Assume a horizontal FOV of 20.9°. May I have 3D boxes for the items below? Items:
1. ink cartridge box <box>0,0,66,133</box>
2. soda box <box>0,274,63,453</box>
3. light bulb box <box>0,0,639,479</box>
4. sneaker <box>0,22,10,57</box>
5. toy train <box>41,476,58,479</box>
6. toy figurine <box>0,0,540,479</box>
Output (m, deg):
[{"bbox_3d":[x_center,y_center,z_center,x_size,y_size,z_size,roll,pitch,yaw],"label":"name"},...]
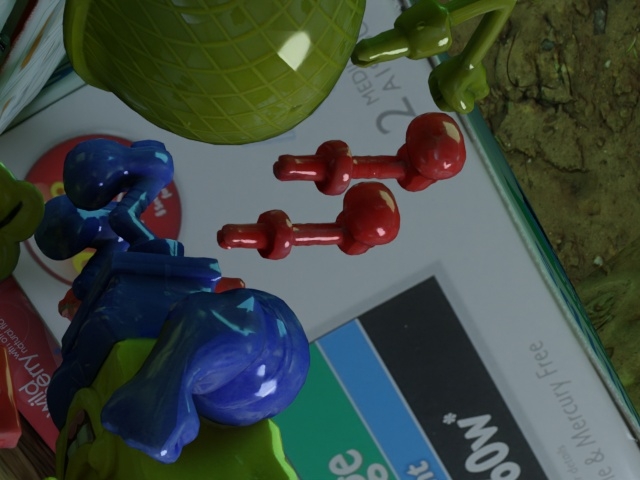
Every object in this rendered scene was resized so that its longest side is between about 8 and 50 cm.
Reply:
[{"bbox_3d":[-0.077,-0.190,0.668,0.091,0.385,0.308,36,-37,-5],"label":"ink cartridge box"},{"bbox_3d":[-0.123,0.097,1.047,0.263,0.092,0.083,57,-4,-31],"label":"soda box"},{"bbox_3d":[0.000,0.000,0.969,0.358,0.225,0.361,60,6,-18],"label":"light bulb box"},{"bbox_3d":[-0.390,-0.215,1.745,0.483,0.185,0.202,55,-10,-26],"label":"sneaker"},{"bbox_3d":[-0.054,0.137,0.456,0.166,0.046,0.125,38,-31,50],"label":"toy train"},{"bbox_3d":[-0.017,0.056,0.582,0.362,0.191,0.217,-51,-133,50],"label":"toy figurine"}]
